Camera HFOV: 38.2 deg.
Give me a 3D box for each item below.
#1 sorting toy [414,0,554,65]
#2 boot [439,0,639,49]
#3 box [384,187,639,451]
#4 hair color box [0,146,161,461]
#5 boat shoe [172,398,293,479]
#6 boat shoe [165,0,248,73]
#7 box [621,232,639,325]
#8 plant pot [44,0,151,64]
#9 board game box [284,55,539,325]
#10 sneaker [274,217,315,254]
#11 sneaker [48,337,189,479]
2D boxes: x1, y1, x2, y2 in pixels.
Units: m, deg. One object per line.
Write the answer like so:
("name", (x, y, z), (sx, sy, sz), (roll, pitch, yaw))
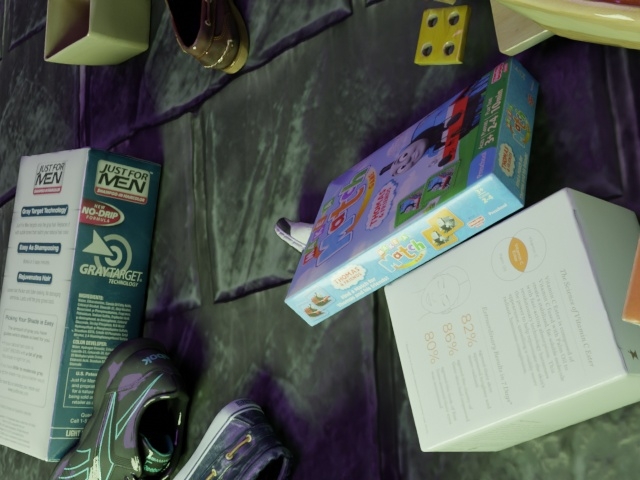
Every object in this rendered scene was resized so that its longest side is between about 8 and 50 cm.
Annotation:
("sorting toy", (0.185, -0.217, 0.700), (0.274, 0.046, 0.132), (-23, 65, 40))
("boot", (0.166, -0.254, 0.619), (0.295, 0.104, 0.211), (34, 106, 49))
("box", (0.146, 0.063, 0.647), (0.170, 0.091, 0.130), (-31, 60, 39))
("hair color box", (-0.296, 0.073, 1.094), (0.173, 0.105, 0.348), (1, 82, 46))
("boat shoe", (-0.095, 0.246, 0.877), (0.083, 0.065, 0.183), (44, 112, 43))
("boat shoe", (-0.141, -0.277, 1.035), (0.073, 0.073, 0.207), (-47, 50, 30))
("box", (0.345, -0.024, 0.403), (0.345, 0.168, 0.215), (12, 90, 47))
("plant pot", (-0.272, -0.276, 1.153), (0.109, 0.096, 0.109), (-13, 73, 45))
("board game box", (0.072, -0.037, 0.726), (0.211, 0.039, 0.160), (-34, 23, 37))
("sneaker", (0.000, 0.000, 0.858), (0.109, 0.040, 0.044), (31, 87, 42))
("sneaker", (-0.215, 0.240, 0.979), (0.106, 0.101, 0.268), (27, 102, 43))
